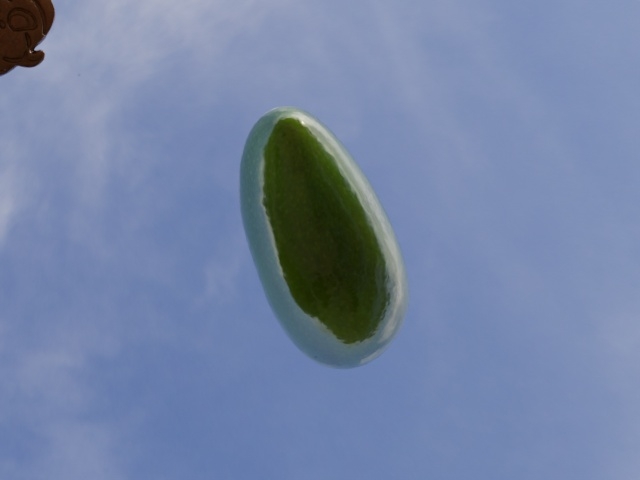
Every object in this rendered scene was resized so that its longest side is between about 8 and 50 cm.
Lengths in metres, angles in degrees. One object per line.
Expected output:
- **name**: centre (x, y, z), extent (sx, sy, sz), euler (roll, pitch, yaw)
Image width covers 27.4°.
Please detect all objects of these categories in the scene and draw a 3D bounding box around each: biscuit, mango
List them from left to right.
- **biscuit**: centre (-0.245, -0.163, 1.007), extent (0.078, 0.015, 0.091), euler (41, -100, -6)
- **mango**: centre (0.000, 0.000, 1.391), extent (0.156, 0.192, 0.343), euler (-28, -48, -7)
